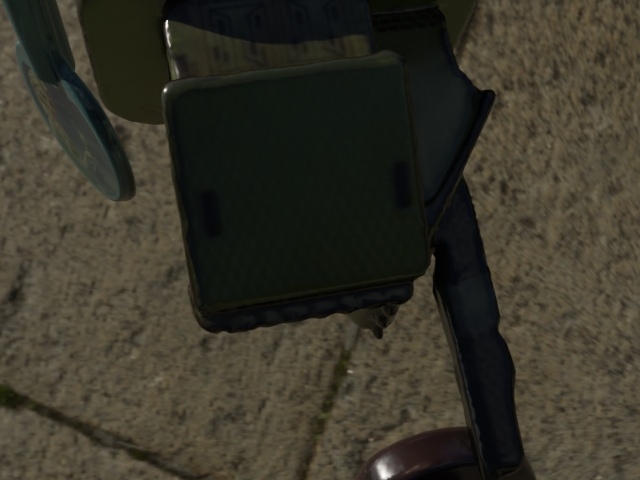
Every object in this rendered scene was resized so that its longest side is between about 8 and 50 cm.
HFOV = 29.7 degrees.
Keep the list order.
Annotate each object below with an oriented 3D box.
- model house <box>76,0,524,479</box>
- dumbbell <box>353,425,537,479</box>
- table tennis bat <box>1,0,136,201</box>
[{"bbox_3d":[0.000,0.000,0.636,0.218,0.205,0.279,-8,74,-6],"label":"model house"},{"bbox_3d":[0.098,0.232,0.720,0.140,0.124,0.225,-64,32,32],"label":"dumbbell"},{"bbox_3d":[-0.202,-0.121,0.939,0.038,0.237,0.149,-34,58,-18],"label":"table tennis bat"}]
